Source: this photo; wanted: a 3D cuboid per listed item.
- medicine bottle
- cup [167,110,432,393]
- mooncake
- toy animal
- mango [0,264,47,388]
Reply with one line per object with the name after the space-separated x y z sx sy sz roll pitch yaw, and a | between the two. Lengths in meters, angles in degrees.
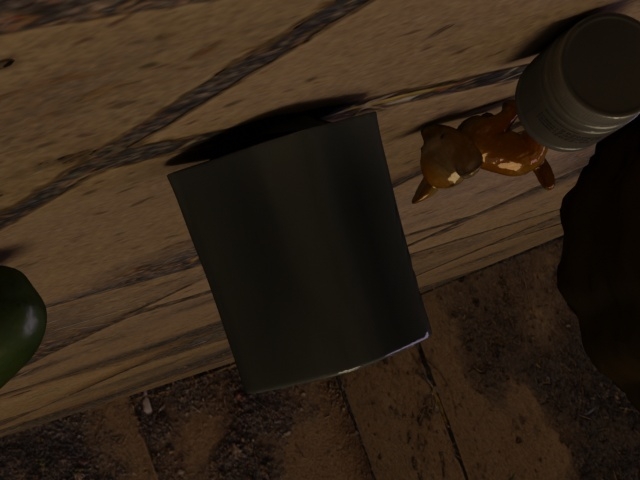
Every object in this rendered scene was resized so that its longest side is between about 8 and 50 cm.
0.141 -0.082 1.001 0.058 0.058 0.091 -19 175 -10 | medicine bottle
0.000 0.000 0.983 0.095 0.129 0.128 -15 -177 38 | cup
0.342 0.013 1.378 0.324 0.324 0.187 -18 178 -18 | mooncake
0.100 -0.047 1.185 0.083 0.081 0.060 -40 -171 -32 | toy animal
-0.244 0.075 1.083 0.194 0.092 0.130 -29 174 13 | mango
